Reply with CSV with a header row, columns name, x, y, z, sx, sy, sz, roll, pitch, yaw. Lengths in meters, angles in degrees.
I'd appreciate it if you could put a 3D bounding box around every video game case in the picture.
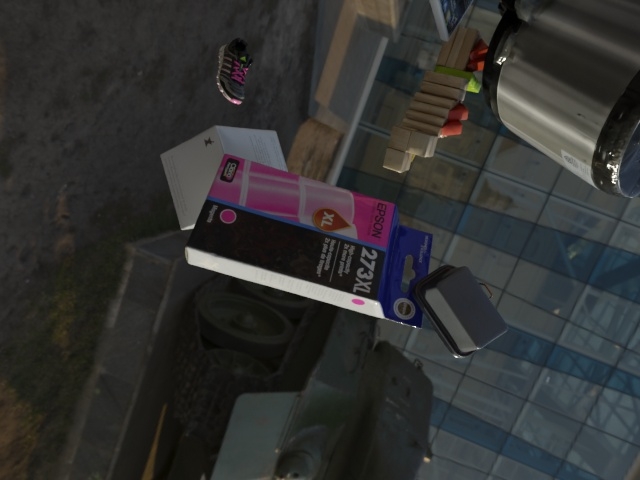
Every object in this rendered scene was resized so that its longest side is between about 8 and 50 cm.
name,x,y,z,sx,sy,sz,roll,pitch,yaw
video game case,0.253,-0.489,0.897,0.173,0.022,0.190,-59,154,1

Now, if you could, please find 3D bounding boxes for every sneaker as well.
name,x,y,z,sx,sy,sz,roll,pitch,yaw
sneaker,-0.189,-0.390,1.120,0.074,0.063,0.170,-28,-122,38

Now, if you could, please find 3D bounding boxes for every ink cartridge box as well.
name,x,y,z,sx,sy,sz,roll,pitch,yaw
ink cartridge box,0.000,0.000,0.764,0.069,0.370,0.176,116,-10,-60

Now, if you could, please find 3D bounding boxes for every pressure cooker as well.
name,x,y,z,sx,sy,sz,roll,pitch,yaw
pressure cooker,0.519,-0.329,0.931,0.375,0.420,0.370,-21,136,-18

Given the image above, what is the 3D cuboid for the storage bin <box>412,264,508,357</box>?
name,x,y,z,sx,sy,sz,roll,pitch,yaw
storage bin,0.213,0.097,0.724,0.098,0.135,0.091,-31,172,-8

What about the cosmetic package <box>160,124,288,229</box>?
name,x,y,z,sx,sy,sz,roll,pitch,yaw
cosmetic package,-0.172,-0.118,0.947,0.183,0.151,0.151,-14,87,-58

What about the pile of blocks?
name,x,y,z,sx,sy,sz,roll,pitch,yaw
pile of blocks,0.265,-0.275,1.028,0.362,0.112,0.149,-60,151,-11
